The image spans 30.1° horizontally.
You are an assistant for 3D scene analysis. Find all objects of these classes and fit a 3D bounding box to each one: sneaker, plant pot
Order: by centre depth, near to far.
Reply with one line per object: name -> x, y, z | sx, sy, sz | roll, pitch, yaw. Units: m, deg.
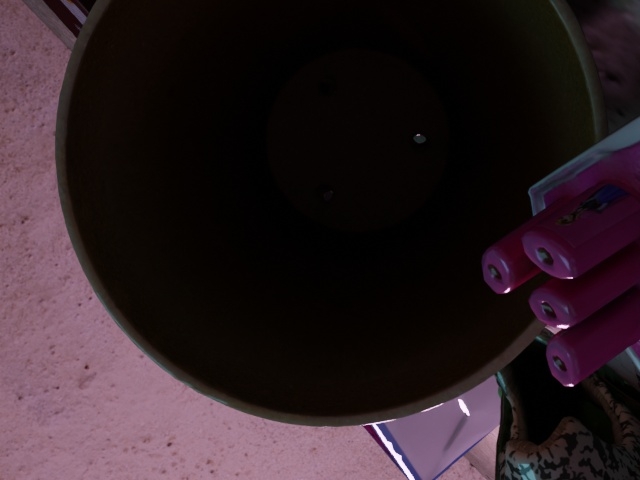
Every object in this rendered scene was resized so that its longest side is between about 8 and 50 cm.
plant pot -> 0.011, -0.050, 0.630 | 0.237, 0.237, 0.254 | 45, -173, -2
sneaker -> 0.176, 0.121, 0.780 | 0.410, 0.158, 0.182 | -62, -52, -77

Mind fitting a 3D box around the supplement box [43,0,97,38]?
supplement box -> -0.133, -0.205, 0.842 | 0.194, 0.129, 0.191 | 49, 173, -35

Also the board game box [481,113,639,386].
board game box -> 0.224, 0.107, 0.285 | 0.390, 0.050, 0.390 | 55, 162, 3

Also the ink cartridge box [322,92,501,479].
ink cartridge box -> 0.000, 0.000, 1.075 | 0.395, 0.151, 0.270 | 50, 174, 34

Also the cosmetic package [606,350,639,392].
cosmetic package -> 0.218, 0.070, 0.679 | 0.239, 0.060, 0.099 | 42, 174, 29
